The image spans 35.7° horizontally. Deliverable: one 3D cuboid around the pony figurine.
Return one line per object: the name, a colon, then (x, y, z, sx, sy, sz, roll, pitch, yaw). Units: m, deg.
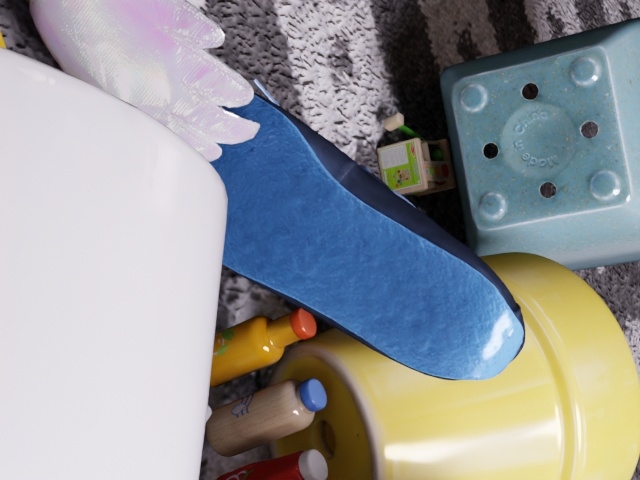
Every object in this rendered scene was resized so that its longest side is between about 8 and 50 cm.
pony figurine: (-0.123, -0.247, 0.597, 0.351, 0.303, 0.363, 41, 6, -3)

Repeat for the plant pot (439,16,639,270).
plant pot: (0.245, -0.089, 1.000, 0.252, 0.248, 0.247, -3, 83, -65)

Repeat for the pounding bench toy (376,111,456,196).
pounding bench toy: (0.099, -0.090, 1.029, 0.065, 0.052, 0.083, -6, 85, -49)

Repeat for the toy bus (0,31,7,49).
toy bus: (-0.233, -0.075, 0.610, 0.202, 0.104, 0.190, 35, 56, -38)

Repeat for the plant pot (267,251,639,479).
plant pot: (0.094, 0.146, 0.839, 0.239, 0.254, 0.253, -7, 85, -33)

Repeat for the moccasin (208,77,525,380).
moccasin: (0.000, 0.000, 0.755, 0.342, 0.137, 0.117, 41, 10, 20)

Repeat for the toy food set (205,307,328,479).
toy food set: (-0.063, 0.145, 0.695, 0.111, 0.105, 0.232, 58, 27, -12)

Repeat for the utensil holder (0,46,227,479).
utensil holder: (-0.212, 0.140, 0.389, 0.328, 0.328, 0.385, 21, 70, -44)
